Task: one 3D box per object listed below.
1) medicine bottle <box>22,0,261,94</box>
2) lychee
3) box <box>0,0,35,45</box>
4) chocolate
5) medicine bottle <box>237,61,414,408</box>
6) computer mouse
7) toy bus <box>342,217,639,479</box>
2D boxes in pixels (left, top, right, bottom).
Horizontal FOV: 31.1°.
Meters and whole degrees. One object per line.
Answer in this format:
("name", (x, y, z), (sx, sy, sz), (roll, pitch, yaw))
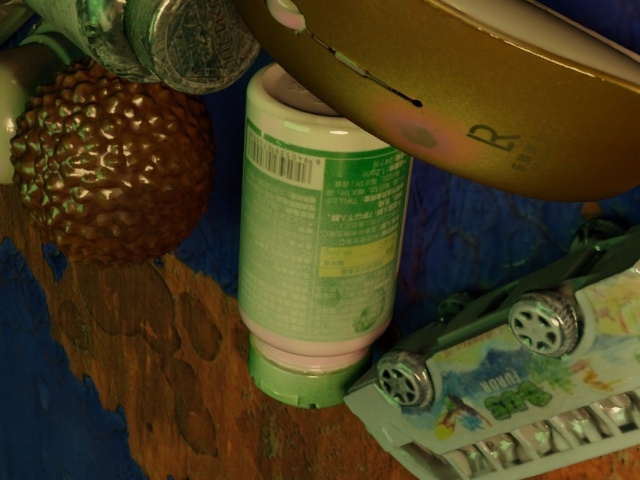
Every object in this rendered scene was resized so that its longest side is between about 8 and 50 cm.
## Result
("medicine bottle", (-0.160, -0.217, 0.942), (0.293, 0.141, 0.141), (40, 136, 45))
("lychee", (-0.185, -0.071, 1.051), (0.200, 0.238, 0.200), (-2, 81, 15))
("box", (-0.414, -0.258, 1.239), (0.227, 0.162, 0.130), (-20, 84, 51))
("chocolate", (-0.308, -0.123, 1.196), (0.221, 0.147, 0.221), (21, 124, 36))
("medicine bottle", (0.000, 0.000, 0.921), (0.133, 0.133, 0.274), (31, 130, 35))
("computer mouse", (0.072, -0.114, 0.720), (0.310, 0.071, 0.158), (29, 155, 2))
("toy bus", (0.157, 0.089, 0.821), (0.136, 0.109, 0.330), (53, 142, -2))
